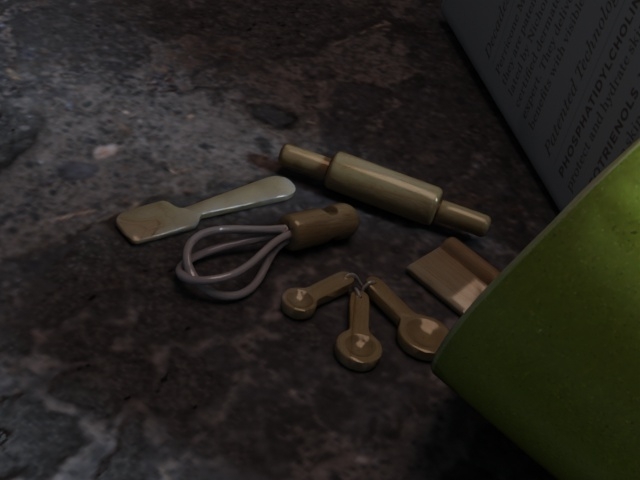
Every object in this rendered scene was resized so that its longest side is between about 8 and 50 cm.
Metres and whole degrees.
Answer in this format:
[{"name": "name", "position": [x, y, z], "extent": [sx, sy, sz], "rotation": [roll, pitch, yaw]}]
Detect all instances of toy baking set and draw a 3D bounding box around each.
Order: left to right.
[{"name": "toy baking set", "position": [0.004, -0.003, 0.819], "extent": [0.256, 0.030, 0.197], "rotation": [23, 37, 10]}]

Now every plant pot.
[{"name": "plant pot", "position": [0.257, 0.086, 0.631], "extent": [0.275, 0.275, 0.293], "rotation": [-27, 69, -43]}]

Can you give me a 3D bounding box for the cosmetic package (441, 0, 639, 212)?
[{"name": "cosmetic package", "position": [0.343, -0.212, 0.968], "extent": [0.329, 0.327, 0.393], "rotation": [2, 39, -19]}]
